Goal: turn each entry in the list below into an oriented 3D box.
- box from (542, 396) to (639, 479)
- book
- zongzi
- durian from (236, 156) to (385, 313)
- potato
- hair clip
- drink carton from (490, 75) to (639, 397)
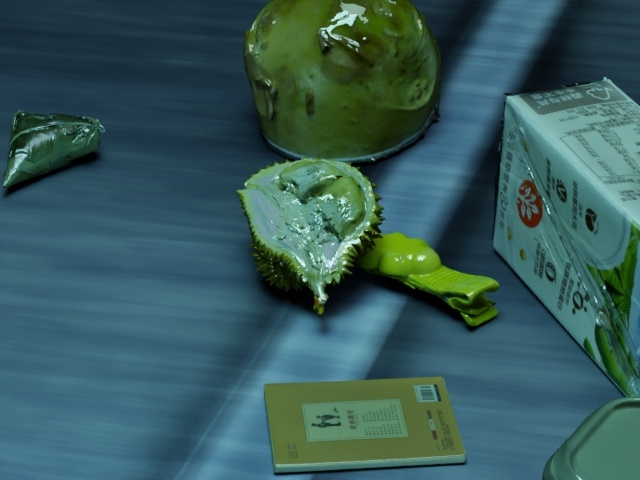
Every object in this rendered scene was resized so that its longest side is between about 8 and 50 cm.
[{"bbox_3d":[0.293,0.252,1.146,0.274,0.178,0.138,23,38,30],"label":"box"},{"bbox_3d":[0.038,0.166,1.424,0.172,0.012,0.118,-2,33,-6],"label":"book"},{"bbox_3d":[-0.305,-0.098,1.794,0.109,0.055,0.119,1,44,-4],"label":"zongzi"},{"bbox_3d":[0.000,0.000,1.605,0.146,0.102,0.208,-17,44,7],"label":"durian"},{"bbox_3d":[0.032,-0.243,1.905,0.246,0.196,0.299,3,31,0],"label":"potato"},{"bbox_3d":[0.103,0.033,1.607,0.072,0.046,0.173,-21,37,-37],"label":"hair clip"},{"bbox_3d":[0.299,-0.002,1.532,0.132,0.194,0.324,-12,35,-17],"label":"drink carton"}]
